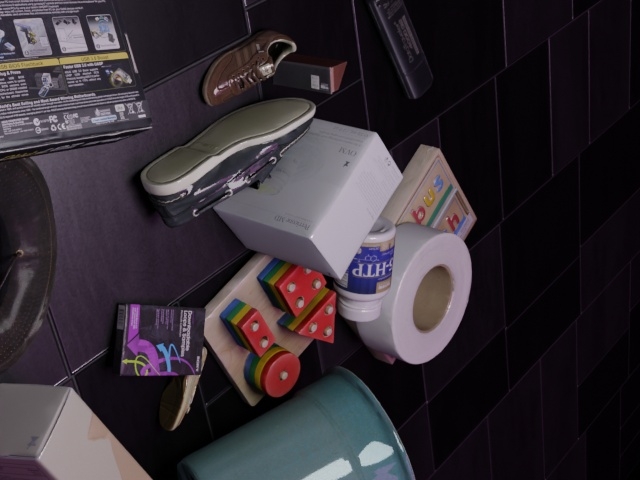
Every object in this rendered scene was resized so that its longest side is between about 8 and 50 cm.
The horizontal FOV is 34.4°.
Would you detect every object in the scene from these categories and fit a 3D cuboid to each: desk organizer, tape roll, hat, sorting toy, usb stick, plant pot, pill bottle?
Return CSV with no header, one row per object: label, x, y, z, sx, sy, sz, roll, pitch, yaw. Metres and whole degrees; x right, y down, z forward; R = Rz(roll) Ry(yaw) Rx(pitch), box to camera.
desk organizer,-0.018,-0.288,1.776,0.050,0.130,0.047,-30,126,-44
tape roll,0.197,0.109,2.145,0.286,0.100,0.286,-23,120,-45
hat,-0.486,0.017,1.299,0.331,0.134,0.331,-14,109,-45
sorting toy,-0.073,0.151,1.896,0.257,0.089,0.255,-48,137,-22
usb stick,0.156,-0.392,2.027,0.077,0.045,0.278,-49,138,-18
plant pot,-0.055,0.440,1.839,0.334,0.341,0.341,-20,121,-22
pill bottle,0.081,0.054,1.965,0.112,0.112,0.186,-25,127,-45

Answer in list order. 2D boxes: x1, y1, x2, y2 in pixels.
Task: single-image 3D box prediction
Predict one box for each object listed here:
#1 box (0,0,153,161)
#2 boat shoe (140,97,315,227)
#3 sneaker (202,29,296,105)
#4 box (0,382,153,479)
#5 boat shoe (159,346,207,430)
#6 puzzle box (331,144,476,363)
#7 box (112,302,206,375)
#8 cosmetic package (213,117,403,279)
box,-0.411,-0.249,1.227,0.395,0.097,0.318,-20,95,-47
boat shoe,-0.137,-0.126,1.695,0.340,0.127,0.113,-37,132,-35
sneaker,-0.116,-0.287,1.701,0.188,0.071,0.066,-49,137,-28
box,-0.375,0.351,1.548,0.311,0.148,0.121,65,34,-43
boat shoe,-0.234,0.254,1.783,0.048,0.056,0.152,20,81,-48
puzzle box,0.186,0.031,2.227,0.408,0.052,0.272,-58,140,-18
box,-0.262,0.163,1.695,0.162,0.029,0.116,6,87,-45
cosmetic package,-0.021,-0.082,1.776,0.224,0.224,0.138,-59,142,-18
